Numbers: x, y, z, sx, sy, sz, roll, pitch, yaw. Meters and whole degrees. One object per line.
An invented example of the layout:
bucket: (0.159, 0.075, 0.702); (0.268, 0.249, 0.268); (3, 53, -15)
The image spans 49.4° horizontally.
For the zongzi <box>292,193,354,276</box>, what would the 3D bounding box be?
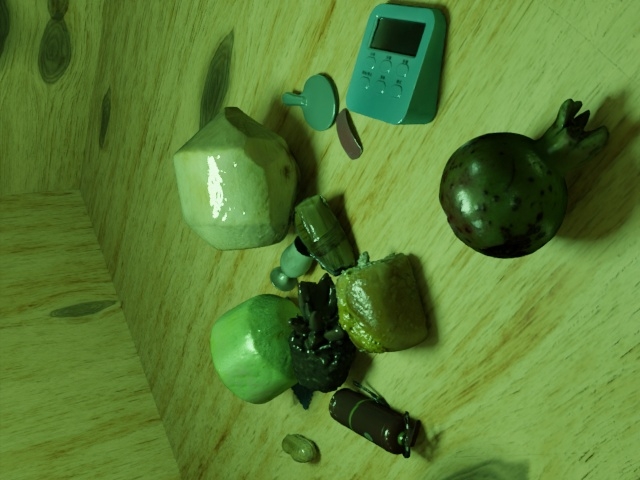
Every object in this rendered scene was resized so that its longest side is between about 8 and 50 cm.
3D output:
zongzi: (0.000, 0.000, 1.918); (0.221, 0.112, 0.242); (63, 168, 4)

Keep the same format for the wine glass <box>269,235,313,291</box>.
wine glass: (-0.076, 0.065, 2.039); (0.093, 0.092, 0.202); (64, 146, 24)

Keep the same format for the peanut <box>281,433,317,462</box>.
peanut: (-0.071, 0.660, 2.208); (0.174, 0.080, 0.080); (2, 99, 61)

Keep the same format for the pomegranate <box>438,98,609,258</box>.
pomegranate: (0.353, -0.114, 1.233); (0.306, 0.242, 0.242); (-46, 48, 4)

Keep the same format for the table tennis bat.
table tennis bat: (-0.028, -0.379, 1.903); (0.237, 0.038, 0.149); (19, 115, 50)

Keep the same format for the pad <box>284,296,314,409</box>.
pad: (-0.077, 0.355, 2.193); (0.269, 0.012, 0.270); (51, 138, 39)

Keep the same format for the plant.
plant: (0.016, 0.244, 1.852); (0.181, 0.194, 0.321); (20, 132, 16)

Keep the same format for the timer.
timer: (0.163, -0.395, 1.547); (0.232, 0.091, 0.250); (30, 119, 52)

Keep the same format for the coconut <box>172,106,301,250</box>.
coconut: (-0.229, -0.178, 1.980); (0.415, 0.344, 0.416); (18, 111, 56)

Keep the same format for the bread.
bread: (0.127, 0.147, 1.661); (0.195, 0.176, 0.247); (-22, 80, 57)

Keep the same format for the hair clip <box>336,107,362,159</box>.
hair clip: (0.069, -0.272, 1.788); (0.054, 0.022, 0.137); (-40, 64, 51)

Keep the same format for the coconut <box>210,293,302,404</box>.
coconut: (-0.187, 0.329, 2.089); (0.328, 0.281, 0.329); (7, 110, 19)

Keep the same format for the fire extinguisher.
fire extinguisher: (0.146, 0.453, 1.774); (0.341, 0.105, 0.142); (8, 106, 60)
